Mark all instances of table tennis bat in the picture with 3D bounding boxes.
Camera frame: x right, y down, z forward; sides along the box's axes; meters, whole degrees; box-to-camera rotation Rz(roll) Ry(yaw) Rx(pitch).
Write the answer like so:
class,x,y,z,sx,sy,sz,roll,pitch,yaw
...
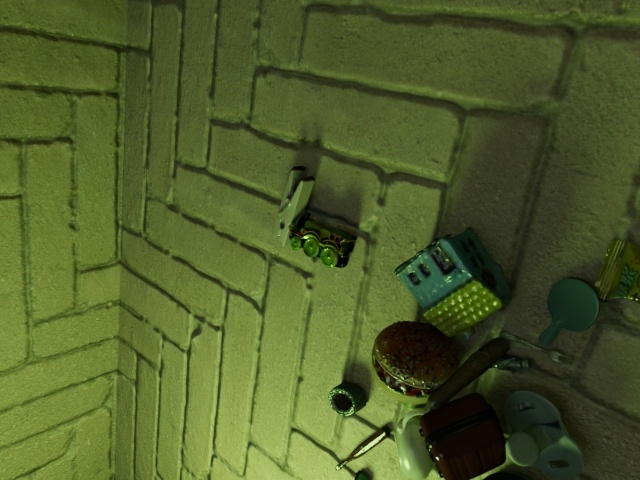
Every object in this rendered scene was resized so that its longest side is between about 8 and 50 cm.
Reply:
class,x,y,z,sx,sy,sz,roll,pitch,yaw
table tennis bat,0.700,0.214,1.443,0.149,0.038,0.237,52,133,42

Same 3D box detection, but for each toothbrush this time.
class,x,y,z,sx,sy,sz,roll,pitch,yaw
toothbrush,0.162,0.845,2.028,0.041,0.041,0.364,53,126,19

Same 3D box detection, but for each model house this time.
class,x,y,z,sx,sy,sz,roll,pitch,yaw
model house,0.424,0.142,1.568,0.237,0.215,0.303,-43,76,36

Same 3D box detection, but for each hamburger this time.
class,x,y,z,sx,sy,sz,roll,pitch,yaw
hamburger,0.311,0.389,1.652,0.300,0.300,0.176,34,135,30

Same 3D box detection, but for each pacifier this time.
class,x,y,z,sx,sy,sz,roll,pitch,yaw
pacifier,0.622,0.594,1.486,0.227,0.207,0.279,-42,71,49

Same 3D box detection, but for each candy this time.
class,x,y,z,sx,sy,sz,roll,pitch,yaw
candy,0.860,0.118,1.270,0.297,0.081,0.187,25,112,39

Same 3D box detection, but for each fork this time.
class,x,y,z,sx,sy,sz,roll,pitch,yaw
fork,0.648,0.322,1.525,0.219,0.028,0.034,21,115,35

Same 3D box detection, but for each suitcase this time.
class,x,y,z,sx,sy,sz,roll,pitch,yaw
suitcase,0.443,0.613,1.550,0.236,0.297,0.161,-24,45,2

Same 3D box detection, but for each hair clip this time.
class,x,y,z,sx,sy,sz,roll,pitch,yaw
hair clip,-0.109,-0.132,2.033,0.101,0.085,0.331,39,127,30

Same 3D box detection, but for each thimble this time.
class,x,y,z,sx,sy,sz,roll,pitch,yaw
thimble,0.106,0.625,1.996,0.135,0.090,0.119,-13,91,40

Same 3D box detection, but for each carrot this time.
class,x,y,z,sx,sy,sz,roll,pitch,yaw
carrot,0.445,0.406,1.534,0.070,0.342,0.070,48,160,24

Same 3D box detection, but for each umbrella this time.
class,x,y,z,sx,sy,sz,roll,pitch,yaw
umbrella,0.570,0.389,1.597,0.188,0.046,0.050,-8,117,39

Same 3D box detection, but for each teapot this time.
class,x,y,z,sx,sy,sz,roll,pitch,yaw
teapot,0.336,0.710,1.757,0.165,0.208,0.300,4,118,9

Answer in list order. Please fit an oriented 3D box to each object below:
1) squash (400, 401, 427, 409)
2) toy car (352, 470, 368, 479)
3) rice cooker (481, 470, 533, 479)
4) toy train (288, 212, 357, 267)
class,x,y,z,sx,sy,sz,roll,pitch,yaw
squash,0.331,0.498,1.749,0.170,0.170,0.123,30,136,32
toy car,0.152,1.029,2.055,0.062,0.071,0.165,15,108,22
rice cooker,0.564,0.867,1.542,0.288,0.277,0.288,-7,77,35
toy train,0.000,0.000,1.960,0.296,0.100,0.161,26,107,34
